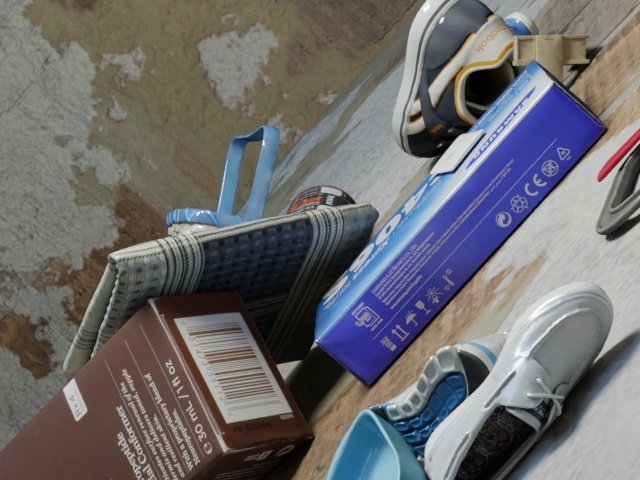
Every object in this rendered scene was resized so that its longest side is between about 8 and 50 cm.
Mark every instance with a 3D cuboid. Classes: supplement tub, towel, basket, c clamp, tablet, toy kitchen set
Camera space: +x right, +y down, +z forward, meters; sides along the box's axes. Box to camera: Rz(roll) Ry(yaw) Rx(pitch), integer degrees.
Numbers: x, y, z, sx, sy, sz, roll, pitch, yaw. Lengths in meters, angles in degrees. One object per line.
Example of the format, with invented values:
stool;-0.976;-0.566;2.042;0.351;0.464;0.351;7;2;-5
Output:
supplement tub;0.000;0.000;2.226;0.106;0.106;0.198;-48;9;14
towel;-0.116;0.071;1.887;0.312;0.056;0.324;-13;-29;-26
basket;-0.125;-0.021;2.533;0.255;0.201;0.288;177;102;-77
c clamp;0.277;-0.073;1.396;0.137;0.022;0.160;-41;11;44
tablet;0.137;-0.089;1.728;0.054;0.006;0.083;-51;8;-7
toy kitchen set;0.253;-0.196;1.922;0.075;0.083;0.068;-147;55;-82

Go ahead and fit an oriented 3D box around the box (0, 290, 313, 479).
box;-0.201;0.235;1.831;0.143;0.191;0.381;-4;-34;-47

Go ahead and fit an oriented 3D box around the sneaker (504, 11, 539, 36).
sneaker;0.226;-0.235;2.229;0.084;0.058;0.152;-48;2;-26

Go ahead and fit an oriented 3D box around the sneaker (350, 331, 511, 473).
sneaker;0.097;0.131;1.344;0.083;0.071;0.191;-27;-11;-44

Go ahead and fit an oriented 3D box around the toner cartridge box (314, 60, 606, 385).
toner cartridge box;0.134;-0.021;1.731;0.348;0.075;0.165;-48;10;10

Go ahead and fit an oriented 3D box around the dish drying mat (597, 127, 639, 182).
dish drying mat;0.264;-0.081;1.459;0.032;0.008;0.083;-47;-3;-42

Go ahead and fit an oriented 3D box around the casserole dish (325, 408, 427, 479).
casserole dish;0.040;0.198;1.271;0.188;0.037;0.114;-123;54;-75

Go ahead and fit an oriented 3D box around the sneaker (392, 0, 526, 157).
sneaker;0.171;-0.175;2.110;0.126;0.127;0.321;-47;-18;-19

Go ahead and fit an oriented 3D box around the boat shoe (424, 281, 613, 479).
boat shoe;0.140;0.110;1.184;0.184;0.066;0.063;-46;23;12
